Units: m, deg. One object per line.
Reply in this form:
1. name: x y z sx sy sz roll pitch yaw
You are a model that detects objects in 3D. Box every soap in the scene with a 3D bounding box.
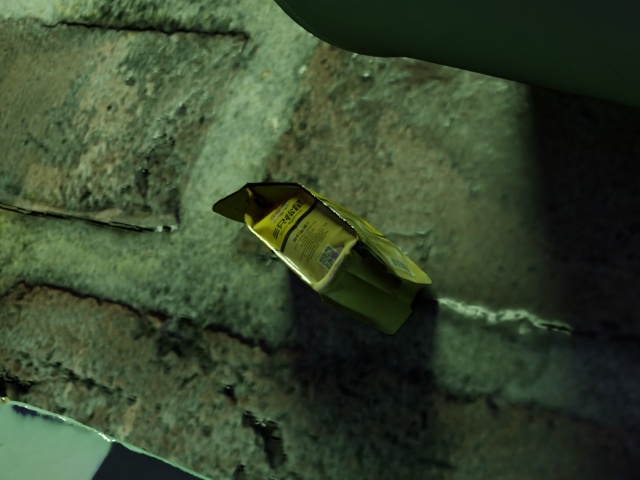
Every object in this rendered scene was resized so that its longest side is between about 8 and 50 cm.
1. soap: -0.071 0.156 0.867 0.145 0.230 0.091 9 73 45

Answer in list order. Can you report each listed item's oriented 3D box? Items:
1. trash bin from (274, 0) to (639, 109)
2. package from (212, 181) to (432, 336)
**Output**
1. trash bin: 0.152 -0.196 0.846 0.432 0.280 0.280 23 82 44
2. package: 0.000 0.000 1.015 0.047 0.071 0.131 -58 40 8
